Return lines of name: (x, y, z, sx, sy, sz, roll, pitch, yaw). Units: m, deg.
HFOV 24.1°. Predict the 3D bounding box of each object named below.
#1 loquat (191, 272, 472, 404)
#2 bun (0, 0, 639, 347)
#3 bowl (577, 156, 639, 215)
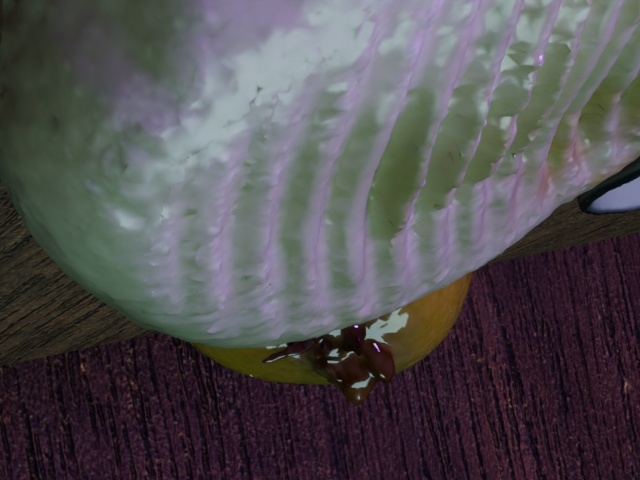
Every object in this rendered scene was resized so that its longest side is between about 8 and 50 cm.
loquat: (0.000, 0.000, 1.207, 0.275, 0.275, 0.275, -15, 172, -2)
bun: (0.031, -0.127, 0.552, 0.365, 0.219, 0.365, -26, 156, -13)
bowl: (0.332, -0.157, 1.073, 0.354, 0.185, 0.354, -15, 172, -2)
